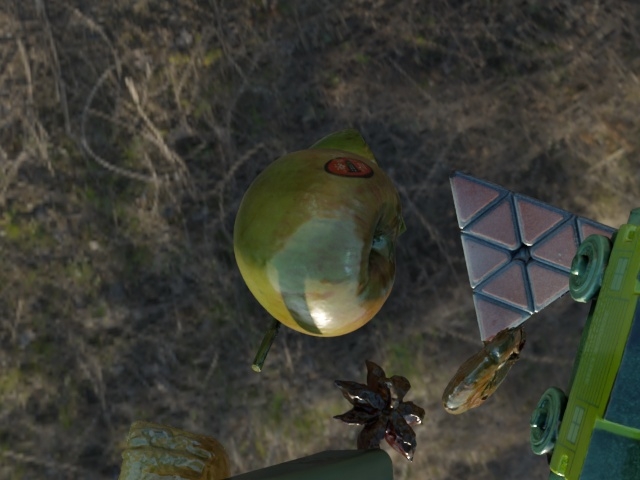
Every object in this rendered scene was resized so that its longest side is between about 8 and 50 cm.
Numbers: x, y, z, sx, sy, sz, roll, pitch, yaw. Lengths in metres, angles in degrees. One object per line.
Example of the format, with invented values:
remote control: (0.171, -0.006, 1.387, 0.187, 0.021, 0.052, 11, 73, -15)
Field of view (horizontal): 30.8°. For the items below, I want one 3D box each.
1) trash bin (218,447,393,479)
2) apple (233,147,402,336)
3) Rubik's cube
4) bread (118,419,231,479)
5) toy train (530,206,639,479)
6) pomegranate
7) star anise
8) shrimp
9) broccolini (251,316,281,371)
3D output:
trash bin: (-0.022, 0.464, 1.872, 0.158, 0.222, 0.343, -8, 172, 31)
apple: (0.000, 0.000, 1.504, 0.194, 0.260, 0.260, 7, 142, 24)
Rubik's cube: (0.342, 0.001, 1.931, 0.229, 0.233, 0.228, -18, 153, -16)
bread: (-0.240, 0.396, 1.951, 0.204, 0.262, 0.162, 15, 124, -10)
toy train: (0.431, 0.168, 1.621, 0.179, 0.272, 0.442, 16, 90, -8)
pomegranate: (0.025, -0.072, 1.815, 0.159, 0.241, 0.190, -25, 112, 3)
star anise: (0.119, 0.320, 2.164, 0.111, 0.196, 0.212, -4, 174, 39)
shrimp: (0.259, 0.172, 1.718, 0.154, 0.062, 0.294, -54, 169, 23)
broccolini: (-0.066, 0.116, 1.896, 0.051, 0.239, 0.054, 19, 140, -2)
